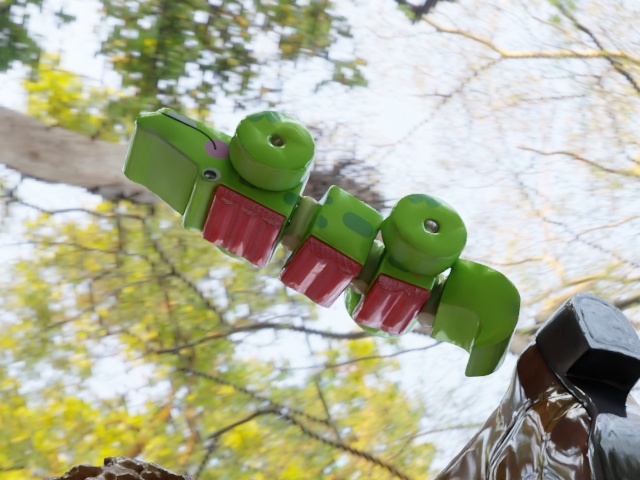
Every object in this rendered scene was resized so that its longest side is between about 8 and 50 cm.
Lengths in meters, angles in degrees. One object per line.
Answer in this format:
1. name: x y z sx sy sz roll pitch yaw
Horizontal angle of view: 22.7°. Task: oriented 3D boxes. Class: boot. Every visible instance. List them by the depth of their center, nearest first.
1. boot: 0.151 0.215 1.189 0.280 0.096 0.264 -57 -149 31

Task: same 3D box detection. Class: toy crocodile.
1. toy crocodile: 0.000 0.000 1.249 0.341 0.105 0.115 28 -44 -2

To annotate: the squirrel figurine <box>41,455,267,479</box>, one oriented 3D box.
1. squirrel figurine: -0.101 0.344 1.023 0.397 0.281 0.370 17 -109 14
